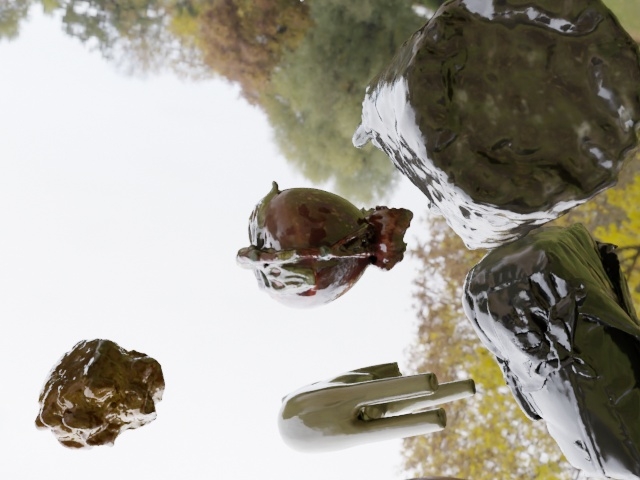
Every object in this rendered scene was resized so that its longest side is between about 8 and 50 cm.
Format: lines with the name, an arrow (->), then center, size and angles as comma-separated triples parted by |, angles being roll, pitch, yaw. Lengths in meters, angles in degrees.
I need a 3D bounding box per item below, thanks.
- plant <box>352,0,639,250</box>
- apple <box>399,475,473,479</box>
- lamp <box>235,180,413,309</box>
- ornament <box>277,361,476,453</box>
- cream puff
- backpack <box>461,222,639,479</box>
plant -> 0.144, -0.097, 0.652 | 0.188, 0.199, 0.276 | 52, -177, -2
apple -> 0.091, 0.258, 0.470 | 0.254, 0.253, 0.253 | 12, -160, -4
lamp -> -0.004, 0.011, 1.001 | 0.223, 0.151, 0.215 | 11, -175, -22
ornament -> 0.033, 0.166, 0.828 | 0.245, 0.061, 0.230 | -15, 176, 23
cream puff -> -0.207, 0.148, 0.762 | 0.094, 0.122, 0.116 | 48, 177, -30
backpack -> 0.431, 0.187, 1.290 | 0.255, 0.445, 0.363 | -27, -179, 29
